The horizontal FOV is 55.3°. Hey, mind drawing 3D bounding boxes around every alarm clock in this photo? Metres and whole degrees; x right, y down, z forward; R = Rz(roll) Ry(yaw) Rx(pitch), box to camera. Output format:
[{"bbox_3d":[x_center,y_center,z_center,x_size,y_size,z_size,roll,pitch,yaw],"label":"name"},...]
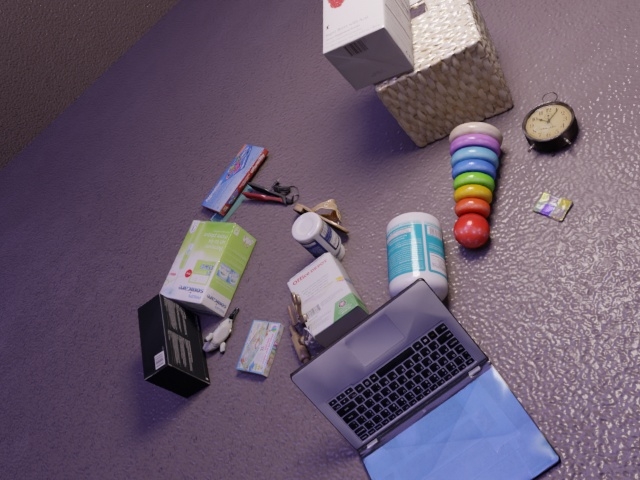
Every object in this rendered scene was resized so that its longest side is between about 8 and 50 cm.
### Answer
[{"bbox_3d":[0.599,-0.312,1.594,0.130,0.064,0.191,-7,60,32],"label":"alarm clock"}]

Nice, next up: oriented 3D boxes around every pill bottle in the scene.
[{"bbox_3d":[0.000,0.000,1.740,0.094,0.169,0.094,-18,52,25],"label":"pill bottle"},{"bbox_3d":[0.242,0.070,1.538,0.146,0.146,0.263,-17,53,26],"label":"pill bottle"}]

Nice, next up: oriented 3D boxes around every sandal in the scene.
[{"bbox_3d":[0.011,-0.094,1.852,0.240,0.088,0.079,23,82,47],"label":"sandal"}]

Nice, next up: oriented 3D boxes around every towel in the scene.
[{"bbox_3d":[0.571,-0.084,1.501,0.083,0.009,0.060,31,82,43],"label":"towel"}]

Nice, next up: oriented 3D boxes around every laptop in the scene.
[{"bbox_3d":[0.205,0.373,1.313,0.382,0.408,0.236,-38,13,8],"label":"laptop"}]

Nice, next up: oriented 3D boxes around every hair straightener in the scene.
[{"bbox_3d":[-0.159,-0.172,2.052,0.231,0.047,0.089,10,68,39],"label":"hair straightener"}]

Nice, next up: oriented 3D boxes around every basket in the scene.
[{"bbox_3d":[0.328,-0.487,1.731,0.329,0.331,0.266,-22,57,23],"label":"basket"}]

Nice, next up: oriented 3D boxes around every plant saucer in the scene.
[{"bbox_3d":[-0.316,-0.127,2.155,0.192,0.018,0.067,-51,46,-3],"label":"plant saucer"}]

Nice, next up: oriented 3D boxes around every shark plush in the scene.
[{"bbox_3d":[-0.307,0.268,1.865,0.161,0.073,0.067,-67,19,-12],"label":"shark plush"}]

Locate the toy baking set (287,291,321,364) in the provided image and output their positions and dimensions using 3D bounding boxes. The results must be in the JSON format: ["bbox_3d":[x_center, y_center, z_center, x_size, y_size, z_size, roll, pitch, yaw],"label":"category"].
[{"bbox_3d":[-0.049,0.252,1.612,0.030,0.196,0.256,-15,50,-14],"label":"toy baking set"}]

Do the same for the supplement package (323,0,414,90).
[{"bbox_3d":[0.121,-0.579,1.587,0.178,0.175,0.292,-16,61,29],"label":"supplement package"}]

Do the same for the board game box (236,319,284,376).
[{"bbox_3d":[-0.173,0.308,1.759,0.104,0.026,0.154,2,63,36],"label":"board game box"}]

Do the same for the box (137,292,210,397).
[{"bbox_3d":[-0.442,0.315,1.837,0.103,0.184,0.261,-34,47,15],"label":"box"}]

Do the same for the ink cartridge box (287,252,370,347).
[{"bbox_3d":[0.020,0.160,1.674,0.154,0.093,0.212,-37,49,9],"label":"ink cartridge box"}]

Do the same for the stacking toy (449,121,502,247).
[{"bbox_3d":[0.393,-0.136,1.588,0.141,0.141,0.330,-5,64,33],"label":"stacking toy"}]

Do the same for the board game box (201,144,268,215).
[{"bbox_3d":[-0.307,-0.220,2.185,0.145,0.027,0.281,21,73,50],"label":"board game box"}]

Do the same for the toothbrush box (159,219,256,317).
[{"bbox_3d":[-0.363,0.086,1.976,0.206,0.122,0.283,6,66,38],"label":"toothbrush box"}]
